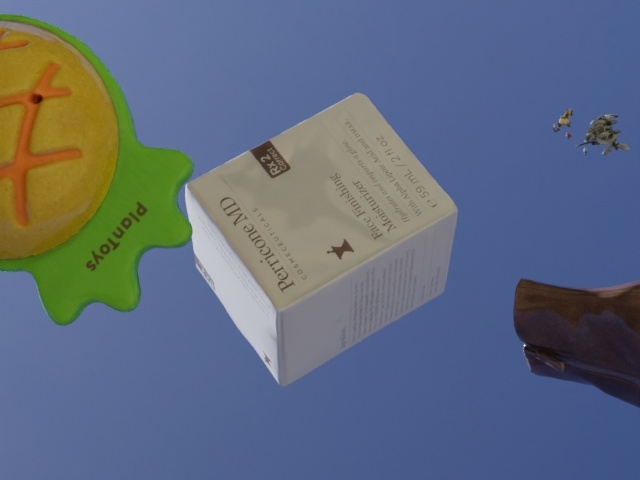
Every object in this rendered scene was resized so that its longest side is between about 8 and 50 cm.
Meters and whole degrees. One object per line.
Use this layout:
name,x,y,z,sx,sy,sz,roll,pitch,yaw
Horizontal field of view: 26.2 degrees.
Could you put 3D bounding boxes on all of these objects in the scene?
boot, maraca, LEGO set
boot,0.288,0.116,1.187,0.206,0.248,0.090,4,-129,29
maraca,-0.146,-0.039,0.700,0.185,0.099,0.127,39,-86,18
LEGO set,0.270,-0.111,1.371,0.083,0.023,0.054,11,-122,27

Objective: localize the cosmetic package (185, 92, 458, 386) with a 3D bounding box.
cosmetic package,0.000,0.000,1.211,0.183,0.151,0.151,-30,-116,-17
